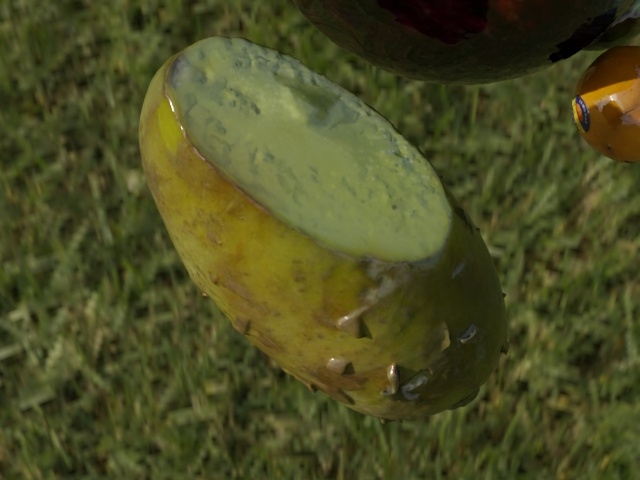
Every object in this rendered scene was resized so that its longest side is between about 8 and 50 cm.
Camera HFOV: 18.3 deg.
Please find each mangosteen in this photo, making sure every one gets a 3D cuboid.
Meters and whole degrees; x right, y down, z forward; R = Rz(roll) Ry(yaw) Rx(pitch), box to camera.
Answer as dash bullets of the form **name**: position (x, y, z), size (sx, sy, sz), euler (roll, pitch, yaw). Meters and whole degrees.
- **mangosteen**: position (0.121, -0.256, 1.342), size (0.359, 0.306, 0.306), euler (-5, 57, -45)

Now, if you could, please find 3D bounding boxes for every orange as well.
- **orange**: position (0.214, -0.093, 1.359), size (0.083, 0.083, 0.084), euler (0, 65, 0)

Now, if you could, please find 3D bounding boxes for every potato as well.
- **potato**: position (0.000, 0.000, 1.200), size (0.176, 0.298, 0.141), euler (-21, 38, 38)
